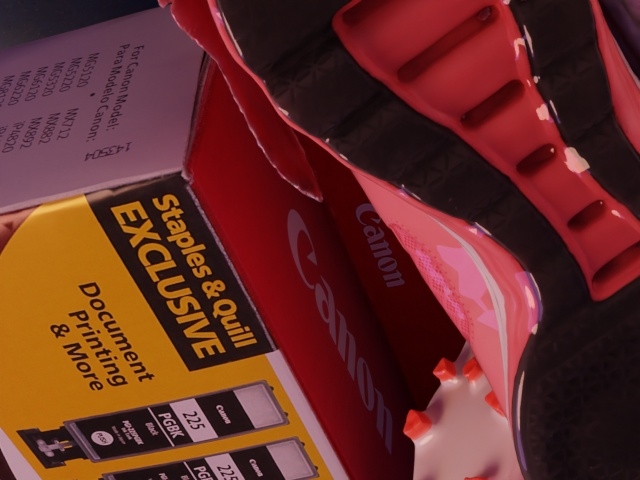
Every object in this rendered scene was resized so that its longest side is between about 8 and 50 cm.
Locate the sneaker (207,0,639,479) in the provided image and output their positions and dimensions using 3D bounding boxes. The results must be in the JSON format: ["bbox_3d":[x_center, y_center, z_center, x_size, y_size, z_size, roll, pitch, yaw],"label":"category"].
[{"bbox_3d":[0.079,-0.019,0.416,0.314,0.116,0.136,55,-170,-20],"label":"sneaker"}]

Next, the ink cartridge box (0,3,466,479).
[{"bbox_3d":[-0.052,0.056,0.566,0.130,0.272,0.309,-84,-25,-48],"label":"ink cartridge box"}]

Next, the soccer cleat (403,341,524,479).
[{"bbox_3d":[0.089,0.049,0.509,0.076,0.196,0.068,34,145,-26],"label":"soccer cleat"}]

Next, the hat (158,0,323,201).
[{"bbox_3d":[-0.050,-0.164,0.427,0.184,0.208,0.173,18,-156,-8],"label":"hat"}]

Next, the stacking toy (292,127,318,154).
[{"bbox_3d":[0.000,0.000,0.750,0.350,0.351,0.480,49,160,23],"label":"stacking toy"}]

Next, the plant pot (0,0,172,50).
[{"bbox_3d":[-0.178,-0.199,0.743,0.195,0.290,0.290,3,-149,-37],"label":"plant pot"}]
